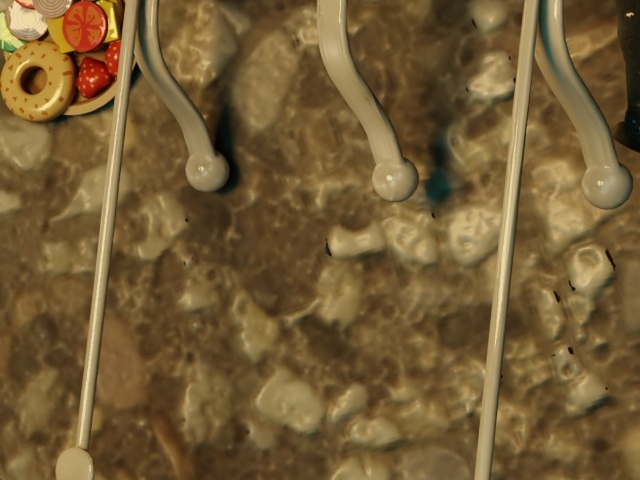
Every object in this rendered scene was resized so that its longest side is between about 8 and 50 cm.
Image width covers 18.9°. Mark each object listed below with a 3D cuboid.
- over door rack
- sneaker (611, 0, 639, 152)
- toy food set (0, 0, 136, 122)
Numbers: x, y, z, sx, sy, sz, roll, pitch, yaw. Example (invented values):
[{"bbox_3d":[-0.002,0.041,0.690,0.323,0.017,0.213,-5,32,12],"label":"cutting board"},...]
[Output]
[{"bbox_3d":[0.000,0.000,0.827,0.240,0.108,0.324,3,73,37],"label":"over door rack"},{"bbox_3d":[0.168,-0.043,0.821,0.089,0.051,0.170,-4,85,24],"label":"sneaker"},{"bbox_3d":[-0.128,-0.104,0.965,0.083,0.020,0.082,-12,87,24],"label":"toy food set"}]
